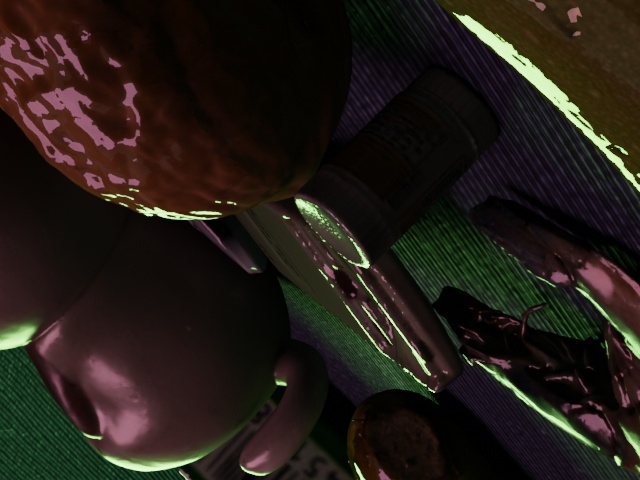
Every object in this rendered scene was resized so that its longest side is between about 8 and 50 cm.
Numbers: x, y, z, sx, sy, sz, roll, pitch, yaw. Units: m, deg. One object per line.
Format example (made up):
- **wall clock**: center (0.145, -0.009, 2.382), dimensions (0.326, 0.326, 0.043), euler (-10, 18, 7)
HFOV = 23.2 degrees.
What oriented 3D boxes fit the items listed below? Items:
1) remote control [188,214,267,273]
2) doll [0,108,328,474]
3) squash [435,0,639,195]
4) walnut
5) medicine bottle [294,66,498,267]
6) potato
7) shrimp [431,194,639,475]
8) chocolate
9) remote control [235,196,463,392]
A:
- **remote control**: center (-0.124, -0.071, 1.177), dimensions (0.256, 0.045, 0.097), euler (45, 178, 15)
- **doll**: center (-0.180, 0.035, 1.263), dimensions (0.370, 0.215, 0.226), euler (37, 151, -18)
- **squash**: center (0.114, -0.038, 0.384), dimensions (0.188, 0.095, 0.095), euler (43, 169, -16)
- **walnut**: center (-0.066, -0.088, 0.675), dimensions (0.184, 0.155, 0.155), euler (50, 168, -16)
- **medicine bottle**: center (0.033, -0.032, 0.674), dimensions (0.047, 0.083, 0.047), euler (42, 168, 11)
- **potato**: center (0.098, 0.215, 1.218), dimensions (0.251, 0.113, 0.149), euler (50, 171, -27)
- **shrimp**: center (0.118, 0.042, 0.744), dimensions (0.217, 0.051, 0.150), euler (24, 151, 49)
- **chocolate**: center (-0.058, 0.232, 1.691), dimensions (0.360, 0.161, 0.341), euler (43, 171, 10)
- **remote control**: center (0.000, 0.000, 0.925), dimensions (0.123, 0.038, 0.285), euler (54, 172, -21)
